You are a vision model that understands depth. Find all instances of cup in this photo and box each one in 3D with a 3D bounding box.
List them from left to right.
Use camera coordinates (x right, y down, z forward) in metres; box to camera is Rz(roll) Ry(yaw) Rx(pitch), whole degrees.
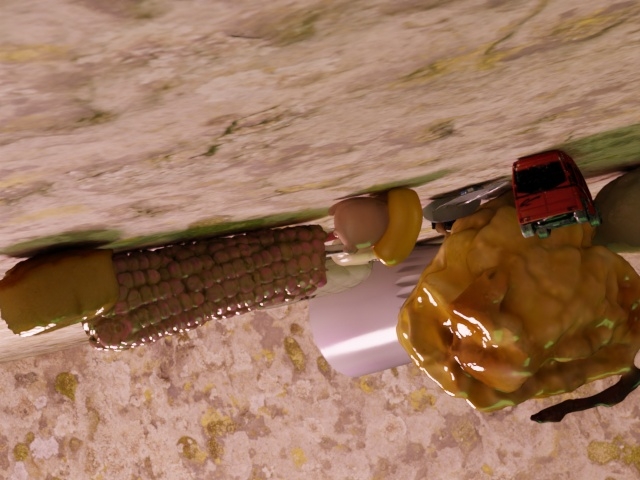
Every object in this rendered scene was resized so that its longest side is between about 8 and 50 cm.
[{"bbox_3d":[0.177,0.141,2.355,0.371,0.253,0.253,-19,172,38],"label":"cup"}]

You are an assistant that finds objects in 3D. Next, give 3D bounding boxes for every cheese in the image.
[{"bbox_3d":[0.042,0.014,1.744,0.127,0.050,0.235,-13,174,42],"label":"cheese"}]

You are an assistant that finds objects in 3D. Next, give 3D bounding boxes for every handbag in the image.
[{"bbox_3d":[-0.012,0.064,2.050,0.256,0.079,0.219,-11,171,-28],"label":"handbag"}]

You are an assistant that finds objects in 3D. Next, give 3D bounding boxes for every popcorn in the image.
[{"bbox_3d":[0.300,0.106,1.594,0.349,0.381,0.349,-49,172,-10],"label":"popcorn"}]

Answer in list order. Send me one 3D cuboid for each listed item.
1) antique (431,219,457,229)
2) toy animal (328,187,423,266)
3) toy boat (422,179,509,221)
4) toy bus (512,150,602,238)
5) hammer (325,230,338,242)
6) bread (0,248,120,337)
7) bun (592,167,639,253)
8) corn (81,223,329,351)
[{"bbox_3d":[0.235,-0.027,1.938,0.031,0.015,0.192,-14,174,21],"label":"antique"},{"bbox_3d":[0.069,-0.015,1.320,0.114,0.091,0.082,-13,-171,-6],"label":"toy animal"},{"bbox_3d":[0.188,-0.048,1.476,0.105,0.034,0.149,-16,178,-12],"label":"toy boat"},{"bbox_3d":[0.287,-0.054,1.339,0.081,0.089,0.195,-15,173,20],"label":"toy bus"},{"bbox_3d":[0.000,0.000,1.624,0.083,0.031,0.052,-16,-179,-24],"label":"hammer"},{"bbox_3d":[-0.286,0.052,1.228,0.125,0.086,0.156,-19,177,3],"label":"bread"},{"bbox_3d":[0.535,-0.050,1.671,0.287,0.146,0.287,-1,177,0],"label":"bun"},{"bbox_3d":[-0.148,0.052,1.404,0.335,0.127,0.126,-14,176,-21],"label":"corn"}]
